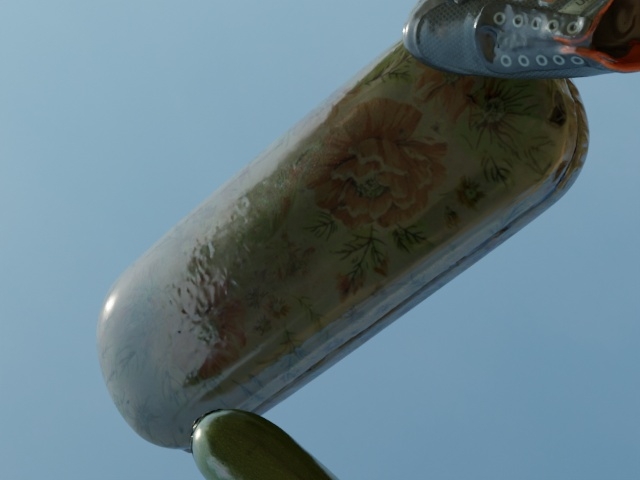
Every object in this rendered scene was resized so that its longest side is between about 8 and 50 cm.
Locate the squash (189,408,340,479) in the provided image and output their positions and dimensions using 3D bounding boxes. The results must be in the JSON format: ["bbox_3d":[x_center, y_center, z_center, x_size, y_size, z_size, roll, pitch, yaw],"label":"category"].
[{"bbox_3d":[-0.002,0.150,0.659,0.183,0.052,0.052,39,-137,27],"label":"squash"}]

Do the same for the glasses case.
[{"bbox_3d":[0.000,0.000,0.892,0.098,0.425,0.156,15,-137,-55],"label":"glasses case"}]

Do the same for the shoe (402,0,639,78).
[{"bbox_3d":[0.137,-0.126,0.708,0.195,0.074,0.077,-2,-156,19],"label":"shoe"}]
